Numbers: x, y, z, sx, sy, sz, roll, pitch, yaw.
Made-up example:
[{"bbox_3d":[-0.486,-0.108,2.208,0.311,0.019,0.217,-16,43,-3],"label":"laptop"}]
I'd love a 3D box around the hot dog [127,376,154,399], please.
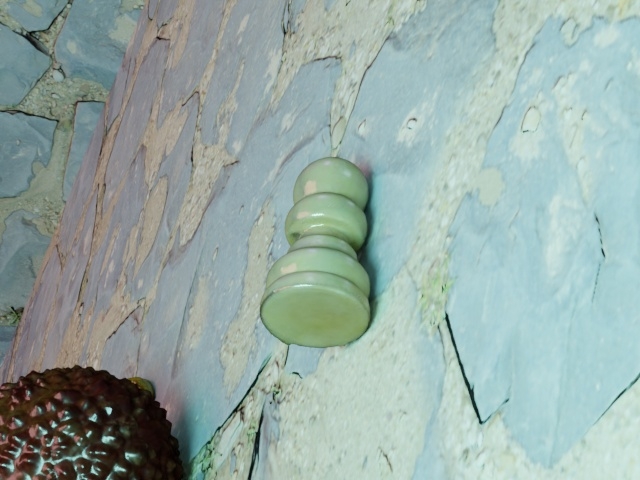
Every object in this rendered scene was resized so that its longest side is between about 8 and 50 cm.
[{"bbox_3d":[-0.290,0.235,1.597,0.169,0.061,0.078,134,148,-52],"label":"hot dog"}]

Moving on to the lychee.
[{"bbox_3d":[-0.295,0.277,1.287,0.300,0.264,0.264,-19,54,37],"label":"lychee"}]

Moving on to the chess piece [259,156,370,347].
[{"bbox_3d":[0.000,0.000,0.971,0.094,0.094,0.170,129,154,-47],"label":"chess piece"}]
